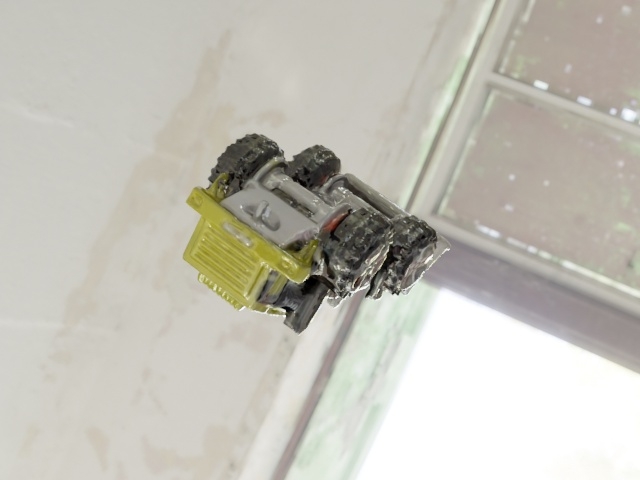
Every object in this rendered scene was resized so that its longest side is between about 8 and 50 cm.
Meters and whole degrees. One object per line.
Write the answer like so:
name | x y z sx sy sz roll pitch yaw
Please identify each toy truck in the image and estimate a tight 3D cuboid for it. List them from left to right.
toy truck | 0.000 0.000 0.896 0.111 0.136 0.286 -58 -20 12
